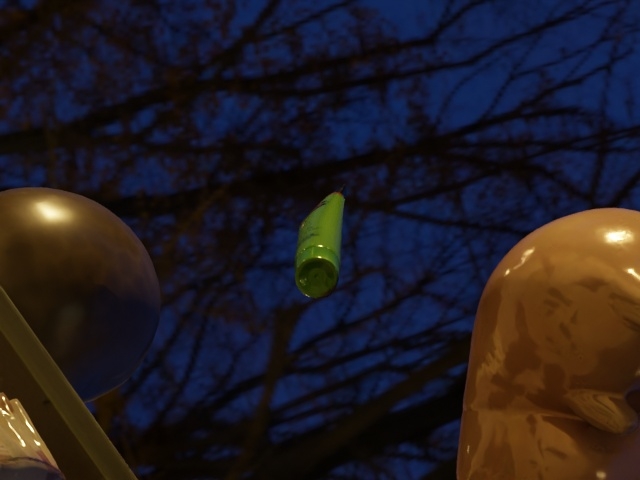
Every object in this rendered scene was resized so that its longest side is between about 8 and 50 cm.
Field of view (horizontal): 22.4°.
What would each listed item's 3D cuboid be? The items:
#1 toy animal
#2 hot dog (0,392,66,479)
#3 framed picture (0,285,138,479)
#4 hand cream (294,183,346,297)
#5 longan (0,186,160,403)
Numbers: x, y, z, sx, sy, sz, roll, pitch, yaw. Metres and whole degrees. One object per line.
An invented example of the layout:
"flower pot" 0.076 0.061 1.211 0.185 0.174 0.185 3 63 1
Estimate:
"toy animal" 0.161 0.096 1.019 0.154 0.166 0.250 47 -50 47
"hot dog" -0.197 0.105 0.530 0.075 0.268 0.144 35 -77 33
"framed picture" -0.267 0.150 1.062 0.296 0.232 0.019 55 -8 5
"hand cream" 0.000 0.000 0.844 0.023 0.122 0.036 43 -76 -10
"longan" -0.241 0.056 1.347 0.198 0.212 0.198 43 -17 16
